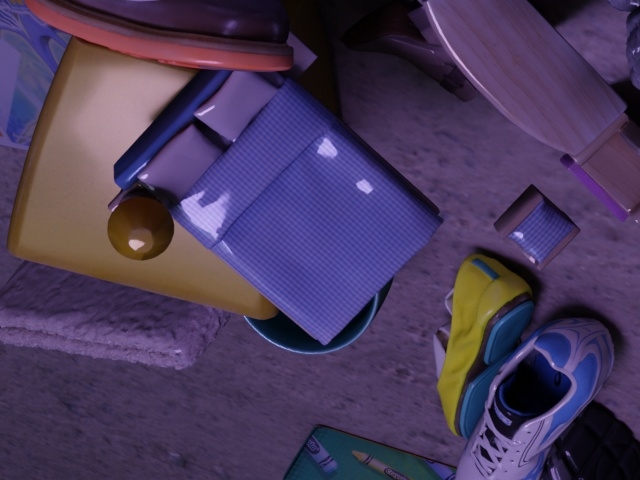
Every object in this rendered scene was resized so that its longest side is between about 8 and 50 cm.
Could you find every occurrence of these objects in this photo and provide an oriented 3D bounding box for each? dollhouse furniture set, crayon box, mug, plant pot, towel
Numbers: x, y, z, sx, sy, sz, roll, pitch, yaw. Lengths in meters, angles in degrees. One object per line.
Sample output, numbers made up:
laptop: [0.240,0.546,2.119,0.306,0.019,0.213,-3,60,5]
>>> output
dollhouse furniture set: [0.053,-0.019,1.257,0.286,0.303,0.198,43,-171,-17]
crayon box: [0.112,0.303,2.001,0.278,0.081,0.165,15,147,32]
mug: [0.005,0.008,1.620,0.129,0.097,0.158,34,117,0]
plant pot: [-0.101,-0.098,1.439,0.212,0.212,0.187,14,133,6]
towel: [-0.167,0.034,1.755,0.282,0.187,0.049,6,138,42]

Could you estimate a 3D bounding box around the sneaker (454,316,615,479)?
sneaker: [0.163,0.153,1.627,0.085,0.086,0.237,56,135,32]

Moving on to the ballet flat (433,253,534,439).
ballet flat: [0.134,0.087,1.662,0.077,0.077,0.231,46,155,23]

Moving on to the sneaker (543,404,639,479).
sneaker: [0.251,0.247,1.749,0.106,0.101,0.267,8,140,53]

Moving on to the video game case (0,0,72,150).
video game case: [-0.232,-0.169,1.660,0.329,0.036,0.300,13,146,34]

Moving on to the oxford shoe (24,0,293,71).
oxford shoe: [-0.133,-0.214,1.244,0.363,0.130,0.133,37,118,41]

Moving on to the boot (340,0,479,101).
boot: [0.079,-0.134,1.387,0.087,0.042,0.118,43,151,-23]

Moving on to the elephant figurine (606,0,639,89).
elephant figurine: [0.274,-0.108,1.140,0.169,0.186,0.239,-28,139,11]
